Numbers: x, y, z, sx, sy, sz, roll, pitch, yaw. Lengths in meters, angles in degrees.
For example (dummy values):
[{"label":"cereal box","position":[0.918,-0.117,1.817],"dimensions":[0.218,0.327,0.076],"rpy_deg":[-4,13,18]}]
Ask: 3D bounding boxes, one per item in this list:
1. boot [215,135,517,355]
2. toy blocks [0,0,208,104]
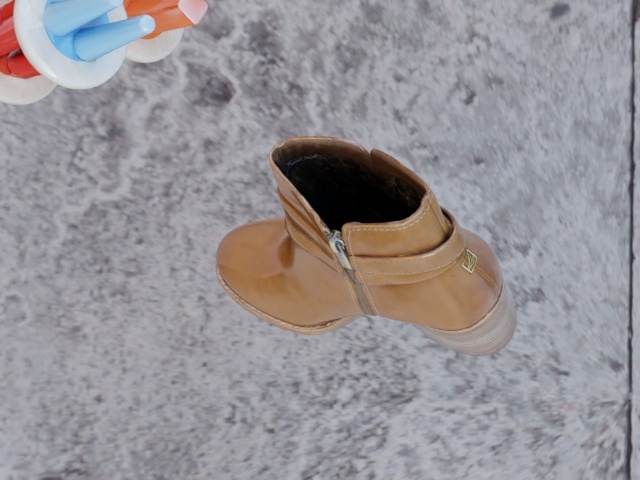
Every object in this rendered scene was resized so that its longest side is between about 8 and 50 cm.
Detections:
[{"label":"boot","position":[0.000,0.000,0.926],"dimensions":[0.283,0.220,0.109],"rpy_deg":[19,73,33]},{"label":"toy blocks","position":[-0.095,-0.098,0.534],"dimensions":[0.148,0.123,0.054],"rpy_deg":[-4,107,47]}]
